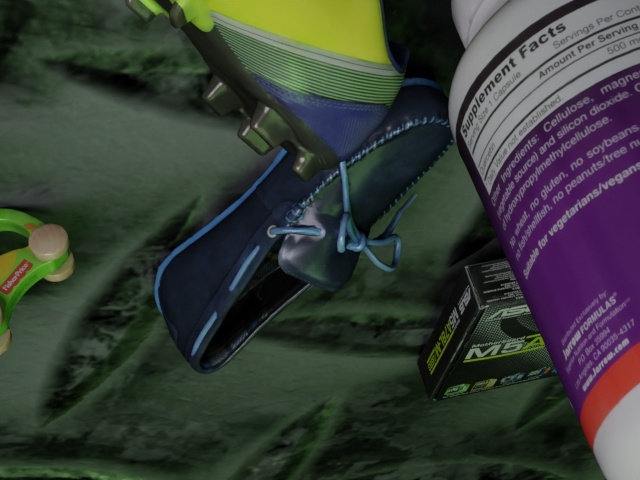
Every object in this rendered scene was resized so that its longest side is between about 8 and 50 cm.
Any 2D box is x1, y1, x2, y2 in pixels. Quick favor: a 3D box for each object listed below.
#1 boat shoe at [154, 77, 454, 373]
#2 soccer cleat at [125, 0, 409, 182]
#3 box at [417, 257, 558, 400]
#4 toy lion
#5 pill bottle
[{"bbox_3d":[0.000,0.000,0.930,0.109,0.089,0.258,13,135,-41],"label":"boat shoe"},{"bbox_3d":[-0.036,-0.145,0.723,0.121,0.093,0.289,-50,143,-10],"label":"soccer cleat"},{"bbox_3d":[0.188,0.062,1.151,0.190,0.045,0.184,-10,155,-15],"label":"box"},{"bbox_3d":[-0.214,0.018,0.858,0.100,0.096,0.034,-52,159,-27],"label":"toy lion"},{"bbox_3d":[0.182,-0.029,0.765,0.181,0.323,0.181,-14,147,-9],"label":"pill bottle"}]
